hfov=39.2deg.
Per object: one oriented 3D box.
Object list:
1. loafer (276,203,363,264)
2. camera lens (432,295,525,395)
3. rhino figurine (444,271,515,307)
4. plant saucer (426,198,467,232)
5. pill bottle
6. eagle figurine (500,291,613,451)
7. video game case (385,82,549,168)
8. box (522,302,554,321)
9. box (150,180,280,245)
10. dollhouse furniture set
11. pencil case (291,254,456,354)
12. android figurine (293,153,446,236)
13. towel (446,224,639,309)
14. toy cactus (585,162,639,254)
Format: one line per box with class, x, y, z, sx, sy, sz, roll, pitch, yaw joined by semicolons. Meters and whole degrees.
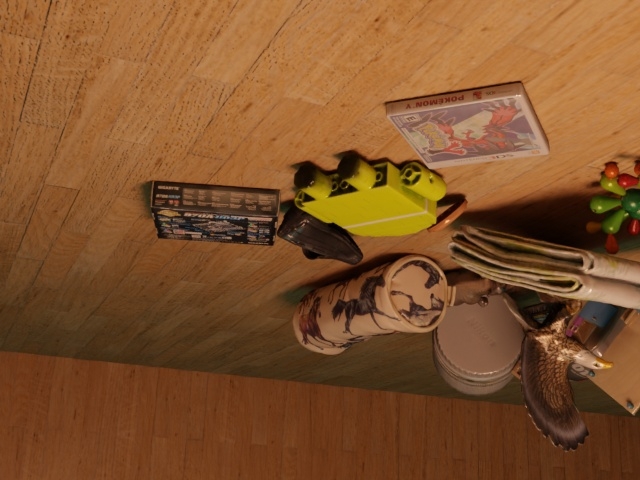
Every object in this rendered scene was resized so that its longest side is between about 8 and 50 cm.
loafer;0.000;0.000;1.639;0.078;0.076;0.223;-46;142;11
camera lens;0.376;0.246;2.145;0.219;0.220;0.274;0;162;8
rhino figurine;0.321;0.103;1.923;0.106;0.073;0.243;16;165;-36
plant saucer;0.216;-0.040;1.524;0.013;0.083;0.083;52;150;-4
pill bottle;0.672;0.269;2.277;0.161;0.161;0.283;8;161;-16
eagle figurine;0.471;0.249;1.804;0.226;0.299;0.225;10;-174;-30
video game case;0.209;-0.153;1.250;0.183;0.023;0.201;-6;160;23
box;0.579;0.174;2.210;0.093;0.027;0.137;11;160;-30
box;-0.184;-0.044;1.591;0.220;0.051;0.175;4;162;-4
dollhouse furniture set;0.645;0.280;1.967;0.198;0.286;0.303;23;-167;-49
pencil case;0.111;0.149;1.980;0.183;0.160;0.410;2;165;-32
android figurine;0.085;-0.068;1.476;0.248;0.056;0.272;-11;157;36
towel;0.449;0.058;1.575;0.374;0.090;0.320;10;-176;-37
toy cactus;0.516;-0.060;1.404;0.180;0.112;0.219;-9;153;2
